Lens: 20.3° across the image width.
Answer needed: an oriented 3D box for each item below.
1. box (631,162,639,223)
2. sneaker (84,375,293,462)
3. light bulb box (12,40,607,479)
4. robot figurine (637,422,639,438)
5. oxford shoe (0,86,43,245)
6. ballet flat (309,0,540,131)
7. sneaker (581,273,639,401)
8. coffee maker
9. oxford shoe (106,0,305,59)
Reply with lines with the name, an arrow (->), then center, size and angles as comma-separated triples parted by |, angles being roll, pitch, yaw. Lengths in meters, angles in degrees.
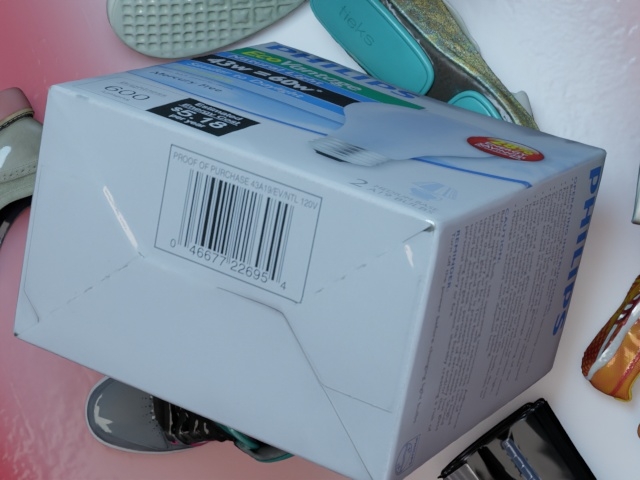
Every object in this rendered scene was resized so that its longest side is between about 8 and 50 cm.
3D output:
box -> 0.428, -0.048, 1.519 | 0.311, 0.148, 0.121 | 10, 91, 10
sneaker -> -0.093, 0.148, 1.659 | 0.295, 0.178, 0.124 | -10, 86, 8
light bulb box -> 0.000, 0.000, 1.503 | 0.358, 0.361, 0.225 | 20, 110, 23
robot figurine -> 0.396, 0.199, 1.608 | 0.219, 0.158, 0.128 | 31, 108, 9
oxford shoe -> -0.393, 0.005, 1.744 | 0.348, 0.123, 0.130 | -40, 88, 6
ballet flat -> 0.128, -0.138, 1.677 | 0.123, 0.123, 0.348 | -38, 82, 5
sneaker -> 0.315, 0.071, 1.669 | 0.067, 0.064, 0.175 | 35, 98, -11
coffee maker -> 0.225, 0.235, 1.652 | 0.171, 0.120, 0.178 | -32, 84, -19
oxford shoe -> -0.030, -0.349, 1.708 | 0.449, 0.169, 0.130 | -44, 40, 12
